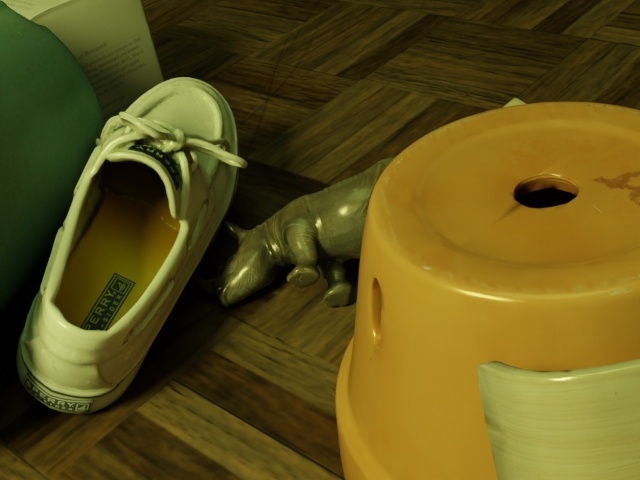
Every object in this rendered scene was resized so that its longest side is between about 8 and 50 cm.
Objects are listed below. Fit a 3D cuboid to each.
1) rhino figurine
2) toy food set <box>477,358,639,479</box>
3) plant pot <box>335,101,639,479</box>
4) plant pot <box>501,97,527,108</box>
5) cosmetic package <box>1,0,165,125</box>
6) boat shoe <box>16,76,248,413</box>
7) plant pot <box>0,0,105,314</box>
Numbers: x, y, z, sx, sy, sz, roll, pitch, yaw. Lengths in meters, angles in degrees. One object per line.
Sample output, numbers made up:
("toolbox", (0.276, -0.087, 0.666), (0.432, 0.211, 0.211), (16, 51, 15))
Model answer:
("rhino figurine", (0.000, 0.000, 0.765), (0.243, 0.073, 0.106), (-19, 47, 18))
("toy food set", (0.242, 0.130, 0.408), (0.306, 0.220, 0.092), (-12, 6, 1))
("plant pot", (0.140, 0.049, 0.550), (0.290, 0.204, 0.291), (-9, 34, 6))
("plant pot", (0.166, -0.036, 0.756), (0.096, 0.109, 0.109), (-31, 38, -7))
("cosmetic package", (-0.297, -0.214, 1.067), (0.151, 0.184, 0.151), (20, 46, 38))
("boat shoe", (-0.143, -0.046, 0.748), (0.135, 0.156, 0.367), (25, 48, -5))
("plant pot", (-0.364, -0.041, 0.749), (0.341, 0.341, 0.334), (0, 28, 16))
